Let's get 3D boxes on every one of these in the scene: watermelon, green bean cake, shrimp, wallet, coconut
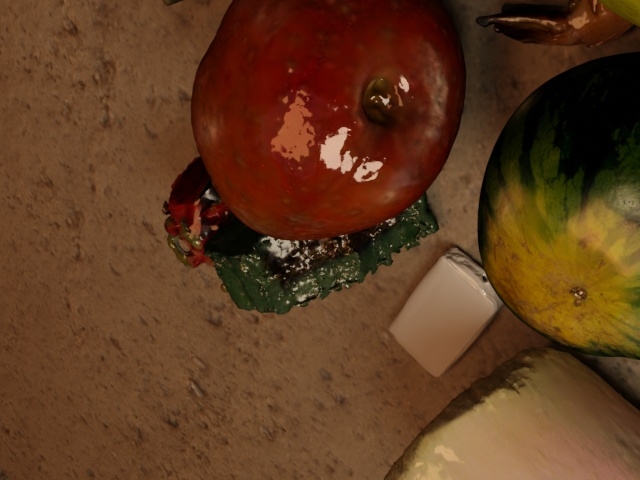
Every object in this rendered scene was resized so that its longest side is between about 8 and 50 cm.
[{"bbox_3d":[0.255,-0.024,0.844,0.269,0.269,0.269,27,135,30],"label":"watermelon"},{"bbox_3d":[0.000,0.000,1.164,0.193,0.208,0.107,7,126,46],"label":"green bean cake"},{"bbox_3d":[0.179,-0.247,0.906,0.289,0.075,0.178,-2,120,32],"label":"shrimp"},{"bbox_3d":[0.145,0.085,1.217,0.095,0.033,0.190,44,142,10],"label":"wallet"},{"bbox_3d":[0.244,0.295,1.079,0.309,0.297,0.297,47,143,20],"label":"coconut"}]

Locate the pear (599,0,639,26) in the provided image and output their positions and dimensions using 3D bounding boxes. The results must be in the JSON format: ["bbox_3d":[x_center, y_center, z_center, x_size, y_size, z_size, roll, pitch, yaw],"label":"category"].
[{"bbox_3d":[0.284,-0.235,0.647,0.307,0.253,0.253,24,134,32],"label":"pear"}]

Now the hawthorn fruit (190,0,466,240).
[{"bbox_3d":[0.005,-0.138,1.000,0.284,0.284,0.284,27,135,30],"label":"hawthorn fruit"}]

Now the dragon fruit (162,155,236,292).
[{"bbox_3d":[-0.101,-0.018,1.290,0.160,0.166,0.172,-36,122,23],"label":"dragon fruit"}]

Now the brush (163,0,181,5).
[{"bbox_3d":[-0.202,-0.408,1.187,0.048,0.054,0.282,26,138,61],"label":"brush"}]
